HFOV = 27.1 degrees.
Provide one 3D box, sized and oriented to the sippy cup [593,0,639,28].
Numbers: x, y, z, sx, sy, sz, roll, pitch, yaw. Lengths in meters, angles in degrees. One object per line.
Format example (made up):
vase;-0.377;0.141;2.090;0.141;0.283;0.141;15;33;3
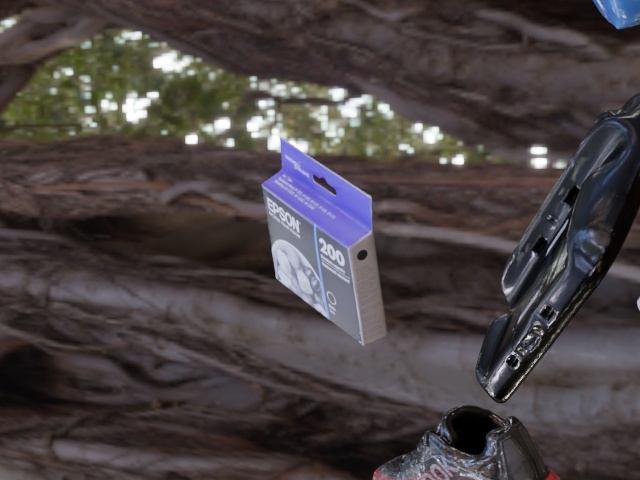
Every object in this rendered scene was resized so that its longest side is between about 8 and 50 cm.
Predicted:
sippy cup;0.418;-0.372;1.584;0.305;0.224;0.240;62;-174;-20

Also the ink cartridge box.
ink cartridge box;0.000;0.000;1.664;0.045;0.206;0.208;-24;-54;-25

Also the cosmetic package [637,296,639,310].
cosmetic package;0.545;0.081;1.741;0.231;0.085;0.117;-10;-123;-26

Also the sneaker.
sneaker;0.148;0.248;1.486;0.097;0.276;0.135;-30;-79;-36

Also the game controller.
game controller;0.198;0.016;1.058;0.319;0.067;0.166;107;-179;-62
